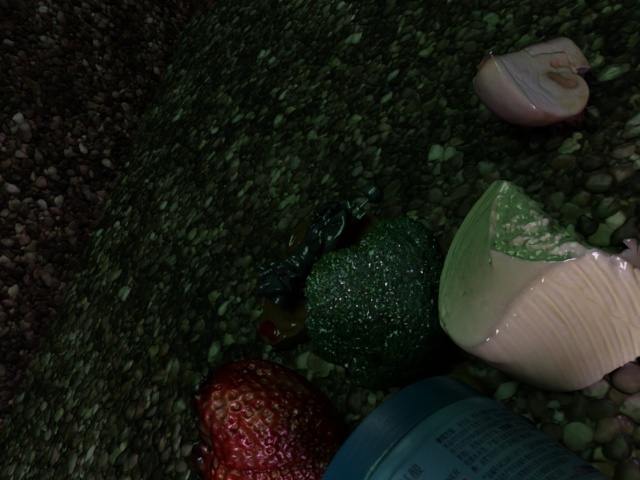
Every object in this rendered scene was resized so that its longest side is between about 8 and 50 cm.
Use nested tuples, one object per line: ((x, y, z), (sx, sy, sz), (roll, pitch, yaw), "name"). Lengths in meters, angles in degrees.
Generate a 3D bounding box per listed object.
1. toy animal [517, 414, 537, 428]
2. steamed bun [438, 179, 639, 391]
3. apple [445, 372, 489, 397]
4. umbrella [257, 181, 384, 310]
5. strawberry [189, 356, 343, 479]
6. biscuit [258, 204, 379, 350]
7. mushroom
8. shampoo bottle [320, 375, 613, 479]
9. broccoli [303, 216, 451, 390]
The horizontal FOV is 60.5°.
((0.289, 0.288, 0.855), (0.083, 0.050, 0.028), (-4, 85, -2), "toy animal")
((0.326, 0.058, 0.828), (0.273, 0.290, 0.272), (-44, 25, 20), "steamed bun")
((0.230, 0.262, 0.897), (0.089, 0.074, 0.090), (-10, 75, 40), "apple")
((-0.002, -0.002, 1.204), (0.349, 0.094, 0.143), (-43, 44, 3), "umbrella")
((-0.094, 0.347, 1.028), (0.288, 0.250, 0.238), (-4, 19, 15), "strawberry")
((0.003, 0.090, 1.252), (0.381, 0.074, 0.359), (-49, 38, -4), "biscuit")
((0.431, -0.293, 1.123), (0.236, 0.174, 0.162), (-21, -10, -22), "mushroom")
((0.207, 0.383, 0.623), (0.342, 0.331, 0.331), (28, 80, 49), "shampoo bottle")
((0.108, 0.108, 0.975), (0.308, 0.307, 0.275), (-51, 19, -1), "broccoli")
